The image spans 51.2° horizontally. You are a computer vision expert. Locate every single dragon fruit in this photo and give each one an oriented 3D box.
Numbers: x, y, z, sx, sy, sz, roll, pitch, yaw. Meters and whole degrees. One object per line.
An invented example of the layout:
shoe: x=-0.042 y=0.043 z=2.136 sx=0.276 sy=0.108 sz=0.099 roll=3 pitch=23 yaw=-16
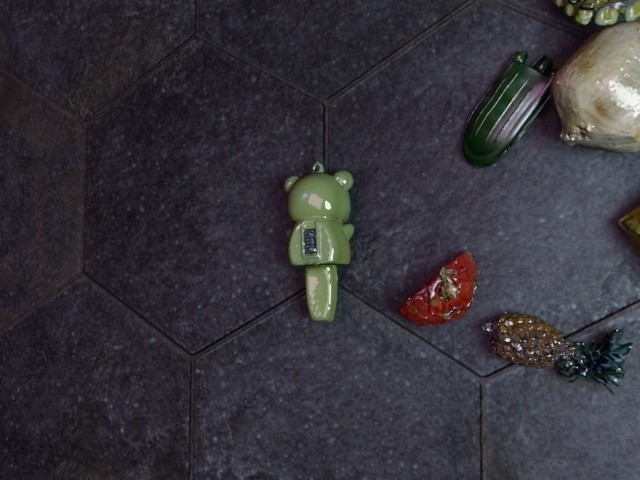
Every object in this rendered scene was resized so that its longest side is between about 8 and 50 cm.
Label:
dragon fruit: x=0.201 y=0.097 z=1.103 sx=0.162 sy=0.106 sz=0.083 roll=-40 pitch=75 yaw=14

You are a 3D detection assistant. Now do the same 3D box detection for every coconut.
coconut: x=0.430 y=-0.214 z=0.984 sx=0.194 sy=0.194 sz=0.194 roll=-1 pitch=87 yaw=23

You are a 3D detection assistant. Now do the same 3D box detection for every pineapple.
pineapple: x=0.364 y=0.162 z=1.042 sx=0.221 sy=0.083 sz=0.103 roll=14 pitch=94 yaw=20

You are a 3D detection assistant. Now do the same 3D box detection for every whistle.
whistle: x=0.000 y=0.000 z=1.190 sx=0.131 sy=0.106 sz=0.288 roll=-4 pitch=85 yaw=20

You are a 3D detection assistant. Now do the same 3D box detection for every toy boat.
toy boat: x=0.308 y=-0.215 z=1.100 sx=0.104 sy=0.052 sz=0.210 roll=42 pitch=104 yaw=35

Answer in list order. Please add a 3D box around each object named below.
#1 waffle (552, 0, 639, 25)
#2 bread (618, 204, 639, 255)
waffle: x=0.452 y=-0.385 z=0.991 sx=0.208 sy=0.054 sz=0.214 roll=-9 pitch=41 yaw=13
bread: x=0.578 y=-0.045 z=0.938 sx=0.268 sy=0.130 sz=0.152 roll=-36 pitch=66 yaw=18
